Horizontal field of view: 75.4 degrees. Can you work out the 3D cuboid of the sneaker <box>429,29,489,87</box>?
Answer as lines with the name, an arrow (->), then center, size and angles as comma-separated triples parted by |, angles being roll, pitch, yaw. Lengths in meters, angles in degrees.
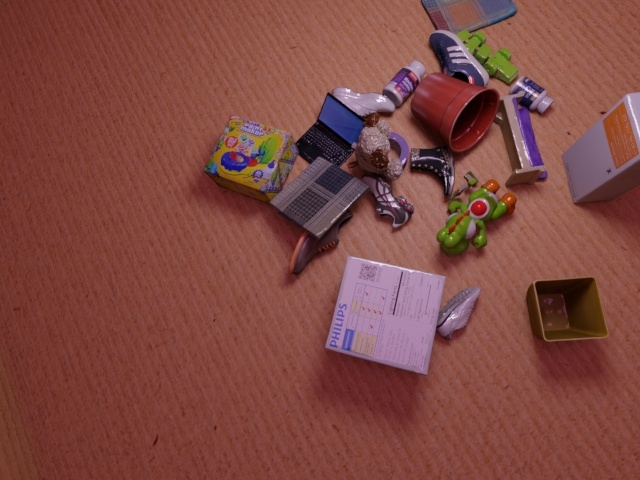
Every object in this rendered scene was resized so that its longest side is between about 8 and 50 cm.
sneaker -> 0.576, -0.779, 1.832 | 0.148, 0.131, 0.350 | -36, 75, -7

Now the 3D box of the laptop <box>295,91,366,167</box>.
laptop -> 0.034, -0.456, 1.804 | 0.234, 0.136, 0.264 | 42, 83, 14

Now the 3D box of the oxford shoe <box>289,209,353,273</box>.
oxford shoe -> 0.000, 0.000, 1.699 | 0.133, 0.130, 0.363 | 32, 81, 8

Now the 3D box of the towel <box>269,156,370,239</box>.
towel -> -0.007, -0.178, 1.702 | 0.324, 0.056, 0.312 | -44, 57, -15

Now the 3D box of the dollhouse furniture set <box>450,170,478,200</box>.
dollhouse furniture set -> 0.584, -0.231, 1.709 | 0.152, 0.076, 0.058 | -30, 76, -25

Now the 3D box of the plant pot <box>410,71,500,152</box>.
plant pot -> 0.534, -0.547, 1.705 | 0.272, 0.272, 0.265 | -40, 56, -5

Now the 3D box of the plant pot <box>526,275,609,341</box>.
plant pot -> 0.867, 0.256, 1.511 | 0.213, 0.187, 0.211 | -5, 75, 4

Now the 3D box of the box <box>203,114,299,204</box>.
box -> -0.290, -0.343, 1.785 | 0.290, 0.177, 0.278 | 20, 78, 13

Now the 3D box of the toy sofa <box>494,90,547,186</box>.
toy sofa -> 0.828, -0.418, 1.706 | 0.177, 0.150, 0.361 | -9, 75, 5

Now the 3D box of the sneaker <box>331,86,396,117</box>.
sneaker -> 0.187, -0.597, 1.856 | 0.298, 0.111, 0.129 | 11, 93, 13

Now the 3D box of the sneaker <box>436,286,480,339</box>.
sneaker -> 0.540, 0.276, 1.603 | 0.235, 0.090, 0.095 | -43, 88, -2

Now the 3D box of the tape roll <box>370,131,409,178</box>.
tape roll -> 0.283, -0.368, 1.786 | 0.189, 0.080, 0.188 | -1, 77, 6

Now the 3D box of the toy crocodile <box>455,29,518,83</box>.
toy crocodile -> 0.731, -0.822, 1.851 | 0.341, 0.105, 0.115 | 40, 83, 9

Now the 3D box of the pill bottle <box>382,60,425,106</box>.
pill bottle -> 0.376, -0.702, 1.845 | 0.108, 0.108, 0.193 | 40, 83, 14

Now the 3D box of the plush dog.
plush dog -> 0.203, -0.365, 1.633 | 0.211, 0.225, 0.262 | -15, 77, 2

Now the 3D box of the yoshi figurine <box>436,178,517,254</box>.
yoshi figurine -> 0.599, -0.072, 1.658 | 0.362, 0.204, 0.202 | -36, 110, -17

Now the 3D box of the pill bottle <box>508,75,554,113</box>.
pill bottle -> 0.906, -0.622, 1.777 | 0.169, 0.094, 0.094 | 43, 84, 14

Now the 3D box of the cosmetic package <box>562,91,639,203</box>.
cosmetic package -> 1.077, -0.316, 1.496 | 0.162, 0.453, 0.229 | -6, 75, 5

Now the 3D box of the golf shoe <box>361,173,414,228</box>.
golf shoe -> 0.260, -0.171, 1.729 | 0.273, 0.105, 0.120 | 42, 91, 14

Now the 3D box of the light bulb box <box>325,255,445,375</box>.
light bulb box -> 0.241, 0.276, 1.551 | 0.362, 0.225, 0.357 | 13, 78, 10

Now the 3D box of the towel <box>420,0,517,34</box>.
towel -> 0.697, -1.106, 1.951 | 0.371, 0.040, 0.271 | -21, 74, 1

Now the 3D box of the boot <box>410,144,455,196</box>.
boot -> 0.470, -0.294, 1.747 | 0.179, 0.085, 0.236 | 1, 71, 9
